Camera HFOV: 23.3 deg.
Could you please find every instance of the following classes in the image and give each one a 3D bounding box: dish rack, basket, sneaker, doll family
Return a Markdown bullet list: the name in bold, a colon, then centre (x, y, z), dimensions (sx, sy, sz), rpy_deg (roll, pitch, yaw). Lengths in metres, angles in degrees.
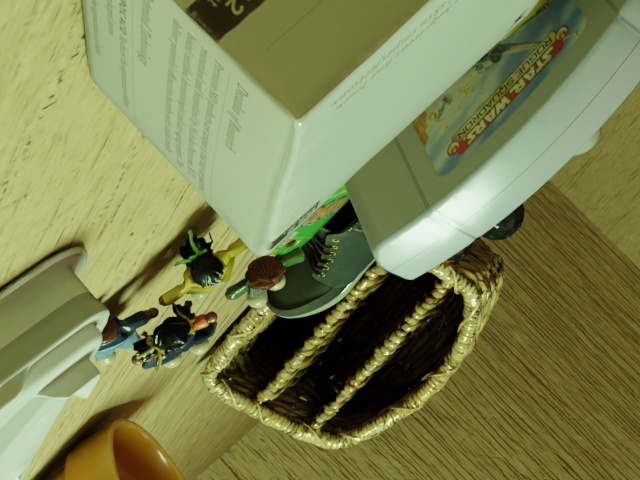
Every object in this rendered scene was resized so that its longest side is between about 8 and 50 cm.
- **dish rack**: centre (-0.256, 0.163, 0.957), dimensions (0.285, 0.072, 0.333), rpy_deg (-38, 170, -38)
- **basket**: centre (0.049, 0.107, 1.767), dimensions (0.299, 0.213, 0.223), rpy_deg (-48, 173, 26)
- **sneaker**: centre (0.000, 0.000, 1.511), dimensions (0.222, 0.083, 0.118), rpy_deg (-40, 157, 28)
- **doll family**: centre (-0.104, 0.049, 1.141), dimensions (0.193, 0.076, 0.111), rpy_deg (-41, 177, -6)

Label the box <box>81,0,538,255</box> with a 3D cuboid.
- **box**: centre (0.006, -0.112, 0.629), dimensions (0.181, 0.119, 0.182), rpy_deg (-43, 173, -15)

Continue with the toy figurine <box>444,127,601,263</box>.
- **toy figurine**: centre (0.170, -0.085, 1.605), dimensions (0.213, 0.148, 0.209), rpy_deg (-48, 172, 29)

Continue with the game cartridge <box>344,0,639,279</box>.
- **game cartridge**: centre (0.123, -0.122, 1.050), dimensions (0.297, 0.062, 0.198), rpy_deg (-47, -149, 21)

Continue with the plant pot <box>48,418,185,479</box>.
- **plant pot**: centre (-0.230, 0.310, 1.536), dimensions (0.188, 0.205, 0.205), rpy_deg (-29, 175, 9)

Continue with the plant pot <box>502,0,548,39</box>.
- **plant pot**: centre (0.108, -0.190, 0.946), dimensions (0.081, 0.081, 0.083), rpy_deg (-41, 157, -24)

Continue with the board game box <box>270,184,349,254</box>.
- **board game box**: centre (0.045, -0.086, 1.355), dimensions (0.259, 0.039, 0.124), rpy_deg (-48, 172, 7)
